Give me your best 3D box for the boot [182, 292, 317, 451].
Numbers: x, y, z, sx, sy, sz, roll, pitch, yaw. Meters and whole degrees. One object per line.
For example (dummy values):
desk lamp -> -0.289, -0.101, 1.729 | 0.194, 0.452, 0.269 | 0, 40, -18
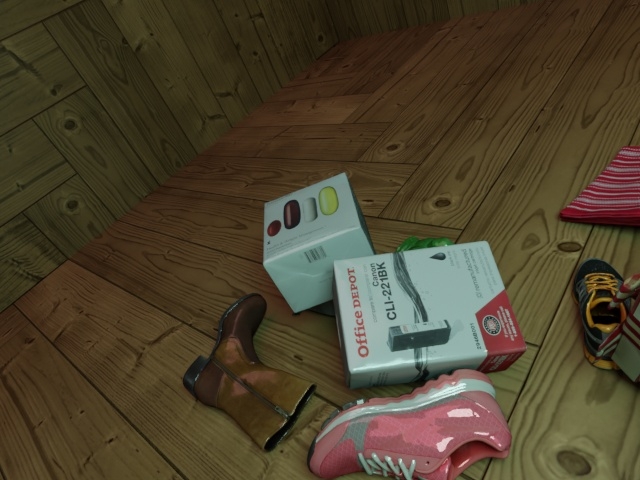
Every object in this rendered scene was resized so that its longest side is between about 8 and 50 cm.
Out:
boot -> -0.124, 0.246, 0.895 | 0.280, 0.096, 0.264 | 11, 50, 41

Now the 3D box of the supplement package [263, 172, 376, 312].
supplement package -> 0.000, 0.000, 0.887 | 0.194, 0.149, 0.203 | -21, 37, 8

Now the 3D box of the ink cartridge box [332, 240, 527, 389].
ink cartridge box -> 0.163, 0.124, 0.733 | 0.272, 0.114, 0.197 | -8, 58, 0

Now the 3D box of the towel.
towel -> 0.640, -0.119, 0.874 | 0.274, 0.031, 0.199 | -39, 21, -18

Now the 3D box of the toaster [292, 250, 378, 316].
toaster -> 0.027, 0.084, 0.991 | 0.168, 0.110, 0.186 | 6, 46, 39

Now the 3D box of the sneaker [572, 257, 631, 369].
sneaker -> 0.462, 0.099, 0.710 | 0.084, 0.083, 0.215 | -9, 37, 27

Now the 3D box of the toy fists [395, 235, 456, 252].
toy fists -> 0.179, 0.093, 0.892 | 0.279, 0.096, 0.142 | -42, 40, -23

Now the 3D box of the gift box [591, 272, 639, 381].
gift box -> 0.509, 0.127, 0.506 | 0.255, 0.276, 0.258 | -26, 50, -4

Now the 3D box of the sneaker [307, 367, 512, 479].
sneaker -> 0.126, 0.301, 0.641 | 0.313, 0.116, 0.136 | -24, 36, 5
